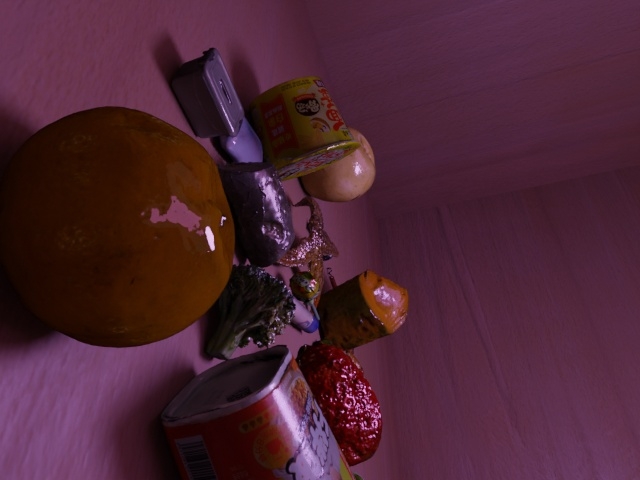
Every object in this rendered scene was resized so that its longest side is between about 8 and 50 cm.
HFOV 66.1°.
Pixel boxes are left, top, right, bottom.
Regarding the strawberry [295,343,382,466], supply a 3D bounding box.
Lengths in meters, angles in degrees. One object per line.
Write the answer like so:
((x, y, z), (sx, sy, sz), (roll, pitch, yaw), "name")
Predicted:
((0.013, 0.392, 1.130), (0.277, 0.257, 0.257), (38, -6, 27), "strawberry")

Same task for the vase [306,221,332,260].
((0.000, 0.000, 1.868), (0.059, 0.059, 0.167), (-86, 159, -49), "vase")

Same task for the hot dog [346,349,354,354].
((0.129, 0.443, 2.080), (0.122, 0.037, 0.049), (-88, 158, -49), "hot dog")

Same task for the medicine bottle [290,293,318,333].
((-0.064, 0.213, 1.420), (0.231, 0.059, 0.059), (54, 27, -59), "medicine bottle")

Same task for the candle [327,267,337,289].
((0.058, 0.182, 2.036), (0.026, 0.021, 0.167), (-82, 157, -57), "candle")

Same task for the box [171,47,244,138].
((-0.241, -0.306, 1.051), (0.124, 0.092, 0.172), (-86, 160, -50), "box")

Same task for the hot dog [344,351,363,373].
((0.112, 0.511, 1.811), (0.146, 0.103, 0.213), (-80, 156, -59), "hot dog")

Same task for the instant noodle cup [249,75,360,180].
((-0.064, -0.323, 1.436), (0.311, 0.311, 0.222), (-20, 87, -77), "instant noodle cup")

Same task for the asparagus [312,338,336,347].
((0.018, 0.436, 1.484), (0.382, 0.108, 0.128), (-91, 162, -45), "asparagus")

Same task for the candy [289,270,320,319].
((-0.033, 0.180, 1.491), (0.091, 0.083, 0.305), (44, -14, 26), "candy")

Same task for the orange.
((-0.222, -0.015, 0.581), (0.279, 0.235, 0.279), (-5, 90, -81), "orange")

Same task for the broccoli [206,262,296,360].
((-0.159, 0.151, 0.972), (0.220, 0.194, 0.194), (101, -12, -58), "broccoli")

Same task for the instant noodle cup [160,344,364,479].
((-0.093, 0.360, 0.797), (0.294, 0.293, 0.308), (-49, 120, -73), "instant noodle cup")

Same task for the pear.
((0.059, -0.288, 1.881), (0.309, 0.309, 0.309), (-11, 90, -77), "pear")

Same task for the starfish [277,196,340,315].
((-0.042, 0.027, 1.565), (0.384, 0.132, 0.398), (72, 18, -44), "starfish")

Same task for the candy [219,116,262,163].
((-0.196, -0.244, 1.229), (0.174, 0.071, 0.138), (57, 25, -59), "candy")

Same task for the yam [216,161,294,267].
((-0.147, -0.079, 1.154), (0.154, 0.153, 0.255), (-77, 151, -61), "yam")

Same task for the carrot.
((0.147, 0.253, 1.774), (0.242, 0.340, 0.241), (57, 12, -20), "carrot")
